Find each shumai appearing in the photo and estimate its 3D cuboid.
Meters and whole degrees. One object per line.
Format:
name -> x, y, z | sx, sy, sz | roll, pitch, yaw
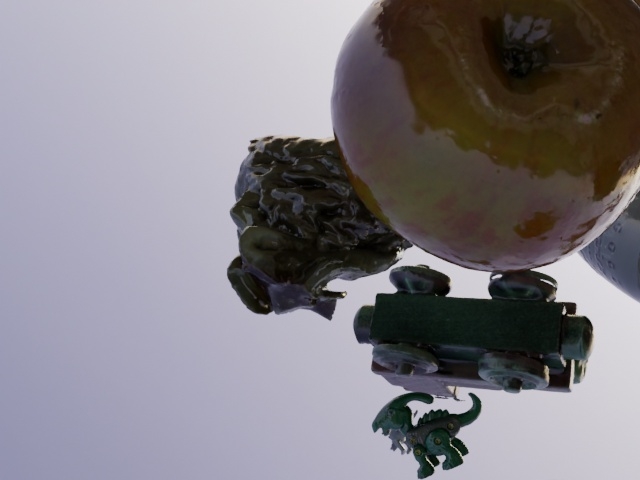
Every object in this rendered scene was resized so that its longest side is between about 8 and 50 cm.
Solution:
shumai -> 0.001, -0.002, 0.979 | 0.189, 0.256, 0.218 | 51, -124, -39

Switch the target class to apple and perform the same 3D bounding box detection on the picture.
apple -> 0.161, -0.123, 0.769 | 0.301, 0.301, 0.301 | 23, -148, -16

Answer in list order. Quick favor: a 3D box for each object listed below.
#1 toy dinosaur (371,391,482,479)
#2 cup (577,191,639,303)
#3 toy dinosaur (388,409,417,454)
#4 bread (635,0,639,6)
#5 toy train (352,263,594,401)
toy dinosaur -> 0.128, 0.216, 1.023 | 0.096, 0.132, 0.059 | 62, -162, 3
cup -> 0.486, -0.043, 1.341 | 0.186, 0.258, 0.234 | -17, -157, -14
toy dinosaur -> 0.152, 0.365, 1.709 | 0.039, 0.209, 0.082 | -33, -110, -25
bread -> 0.688, -0.331, 1.494 | 0.279, 0.371, 0.390 | 37, -136, -59
toy train -> 0.202, 0.132, 1.138 | 0.221, 0.304, 0.150 | 46, -128, -55
